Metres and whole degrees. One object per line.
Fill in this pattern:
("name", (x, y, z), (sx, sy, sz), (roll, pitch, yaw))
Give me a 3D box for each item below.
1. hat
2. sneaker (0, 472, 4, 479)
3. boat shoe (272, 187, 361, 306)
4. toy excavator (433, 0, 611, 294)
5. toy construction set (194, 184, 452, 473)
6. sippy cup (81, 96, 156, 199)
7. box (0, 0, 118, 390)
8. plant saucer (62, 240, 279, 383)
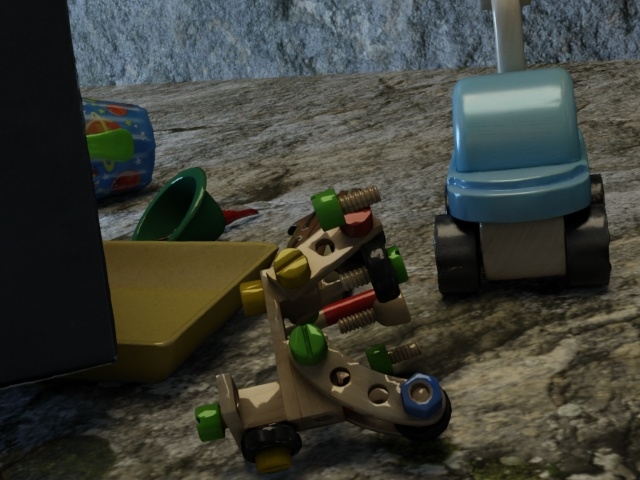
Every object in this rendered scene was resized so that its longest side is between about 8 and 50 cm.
("hat", (-0.175, -0.004, 1.810), (0.173, 0.183, 0.209), (9, 64, 57))
("sneaker", (-0.383, 0.232, 1.114), (0.178, 0.072, 0.077), (-1, 29, 43))
("boat shoe", (0.000, 0.000, 1.582), (0.104, 0.111, 0.307), (-3, 18, 11))
("toy excavator", (0.267, -0.195, 1.536), (0.222, 0.445, 0.433), (-3, 18, 11))
("toy construction set", (-0.018, 0.107, 1.145), (0.237, 0.258, 0.309), (-20, -3, 1))
("sippy cup", (-0.443, -0.175, 2.155), (0.224, 0.240, 0.305), (-4, 39, -28))
("box", (-0.435, -0.135, 1.280), (0.297, 0.480, 0.472), (-10, 22, -15))
("plant saucer", (-0.257, 0.092, 1.445), (0.332, 0.081, 0.333), (1, 20, 22))
